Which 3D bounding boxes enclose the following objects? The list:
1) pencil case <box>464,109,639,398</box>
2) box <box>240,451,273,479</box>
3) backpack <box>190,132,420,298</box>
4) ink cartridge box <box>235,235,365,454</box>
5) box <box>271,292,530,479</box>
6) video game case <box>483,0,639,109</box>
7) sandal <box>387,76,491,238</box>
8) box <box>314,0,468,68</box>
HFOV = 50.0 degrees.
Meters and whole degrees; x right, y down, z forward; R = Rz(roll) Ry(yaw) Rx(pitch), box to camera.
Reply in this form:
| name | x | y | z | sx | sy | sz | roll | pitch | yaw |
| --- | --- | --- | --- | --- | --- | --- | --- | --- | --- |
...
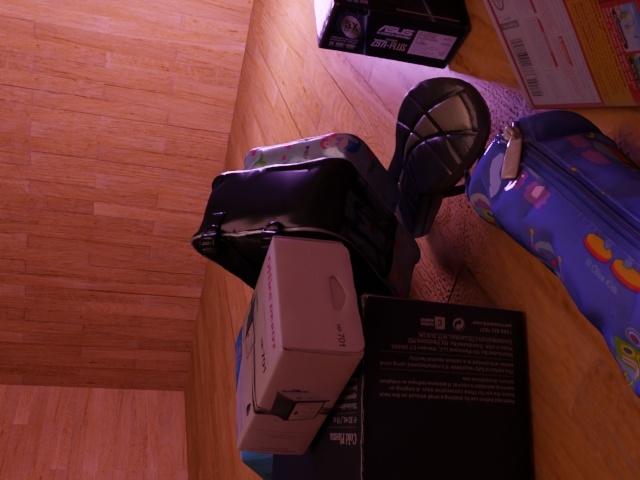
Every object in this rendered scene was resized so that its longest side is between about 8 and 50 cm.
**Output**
| name | x | y | z | sx | sy | sz | roll | pitch | yaw |
| --- | --- | --- | --- | --- | --- | --- | --- | --- | --- |
| pencil case | 0.208 | 0.008 | 0.474 | 0.119 | 0.133 | 0.306 | -43 | 32 | 14 |
| box | -0.089 | 0.382 | 1.270 | 0.244 | 0.060 | 0.101 | 71 | -171 | -58 |
| backpack | 0.000 | 0.000 | 0.843 | 0.225 | 0.253 | 0.191 | -5 | 52 | 37 |
| ink cartridge box | -0.030 | 0.110 | 0.699 | 0.191 | 0.082 | 0.140 | 111 | 159 | -44 |
| box | 0.067 | 0.249 | 0.774 | 0.343 | 0.178 | 0.313 | 140 | 135 | -67 |
| video game case | 0.209 | -0.196 | 0.524 | 0.204 | 0.025 | 0.285 | 61 | 172 | -16 |
| sandal | 0.143 | -0.097 | 0.811 | 0.303 | 0.086 | 0.120 | 101 | 153 | -72 |
| box | 0.088 | -0.316 | 0.898 | 0.077 | 0.180 | 0.147 | 118 | 153 | -55 |
